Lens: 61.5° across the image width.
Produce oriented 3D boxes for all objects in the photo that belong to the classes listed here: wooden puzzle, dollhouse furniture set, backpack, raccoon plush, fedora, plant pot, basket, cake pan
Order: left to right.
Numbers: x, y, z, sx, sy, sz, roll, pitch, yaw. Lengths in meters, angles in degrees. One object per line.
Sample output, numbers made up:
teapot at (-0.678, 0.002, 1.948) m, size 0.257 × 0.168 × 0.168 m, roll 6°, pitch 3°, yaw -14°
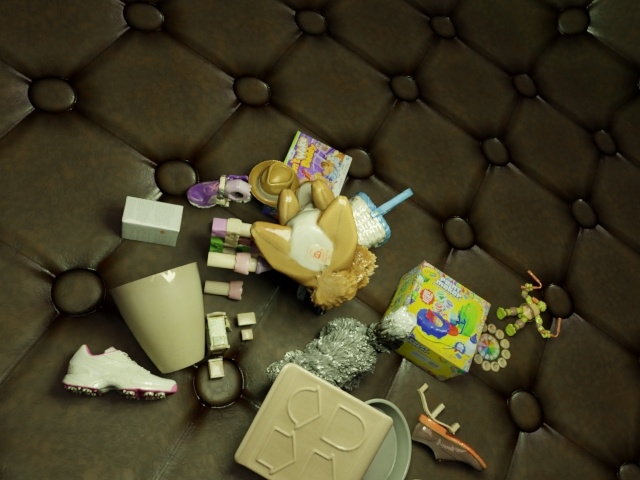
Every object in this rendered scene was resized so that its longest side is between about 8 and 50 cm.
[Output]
plant pot at (-0.439, 0.231, 1.562) m, size 0.256 × 0.256 × 0.274 m, roll -19°, pitch 91°, yaw -27°
dollhouse furniture set at (-0.264, 0.314, 1.650) m, size 0.160 × 0.101 × 0.182 m, roll -4°, pitch 69°, yaw -22°
fedora at (-0.149, -0.209, 1.844) m, size 0.194 × 0.079 × 0.195 m, roll 10°, pitch 62°, yaw -19°
wooden puzzle at (-0.019, 0.550, 1.505) m, size 0.347 × 0.080 × 0.322 m, roll 28°, pitch 94°, yaw -1°
backpack at (0.017, 0.136, 1.810) m, size 0.116 × 0.158 × 0.173 m, roll 30°, pitch 45°, yaw 15°
raccoon plush at (0.034, 0.328, 1.579) m, size 0.299 × 0.446 × 0.216 m, roll -17°, pitch 61°, yaw -46°
basket at (0.175, -0.078, 1.903) m, size 0.288 × 0.255 × 0.201 m, roll -28°, pitch 84°, yaw -18°
cake pan at (0.159, 0.635, 1.645) m, size 0.293 × 0.054 × 0.294 m, roll 10°, pitch 74°, yaw -36°

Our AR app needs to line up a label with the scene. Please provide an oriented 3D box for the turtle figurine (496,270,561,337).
turtle figurine at (0.789, 0.267, 2.076) m, size 0.217 × 0.087 × 0.270 m, roll -17°, pitch 83°, yaw -18°

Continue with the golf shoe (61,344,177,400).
golf shoe at (-0.553, 0.370, 1.515) m, size 0.306 × 0.115 × 0.140 m, roll 12°, pitch 60°, yaw -17°

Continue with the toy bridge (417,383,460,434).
toy bridge at (0.392, 0.579, 1.823) m, size 0.063 × 0.026 × 0.188 m, roll -35°, pitch 83°, yaw -27°

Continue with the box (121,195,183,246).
box at (-0.531, -0.058, 1.699) m, size 0.170 × 0.130 × 0.091 m, roll 10°, pitch 63°, yaw -17°

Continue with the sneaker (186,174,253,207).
sneaker at (-0.337, -0.179, 1.841) m, size 0.236 × 0.104 × 0.095 m, roll -10°, pitch 73°, yaw -23°

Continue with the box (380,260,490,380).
box at (0.388, 0.280, 1.869) m, size 0.289 × 0.177 × 0.279 m, roll 32°, pitch 59°, yaw -5°

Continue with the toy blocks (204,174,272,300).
toy blocks at (-0.215, 0.007, 1.701) m, size 0.259 × 0.289 × 0.309 m, roll 7°, pitch 63°, yaw -11°

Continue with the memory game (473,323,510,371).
memory game at (0.627, 0.394, 2.001) m, size 0.186 × 0.012 × 0.186 m, roll 8°, pitch 65°, yaw -17°

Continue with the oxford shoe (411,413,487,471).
oxford shoe at (0.416, 0.684, 1.761) m, size 0.271 × 0.097 × 0.098 m, roll 35°, pitch 80°, yaw 2°

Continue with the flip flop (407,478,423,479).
flip flop at (0.358, 0.813, 1.668) m, size 0.276 × 0.080 × 0.112 m, roll 19°, pitch 67°, yaw -18°

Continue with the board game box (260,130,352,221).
board game box at (-0.046, -0.204, 1.976) m, size 0.233 × 0.078 × 0.347 m, roll 25°, pitch 61°, yaw -9°

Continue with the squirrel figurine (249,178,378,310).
squirrel figurine at (0.000, 0.000, 1.650) m, size 0.280 × 0.370 × 0.397 m, roll -25°, pitch 110°, yaw 8°
